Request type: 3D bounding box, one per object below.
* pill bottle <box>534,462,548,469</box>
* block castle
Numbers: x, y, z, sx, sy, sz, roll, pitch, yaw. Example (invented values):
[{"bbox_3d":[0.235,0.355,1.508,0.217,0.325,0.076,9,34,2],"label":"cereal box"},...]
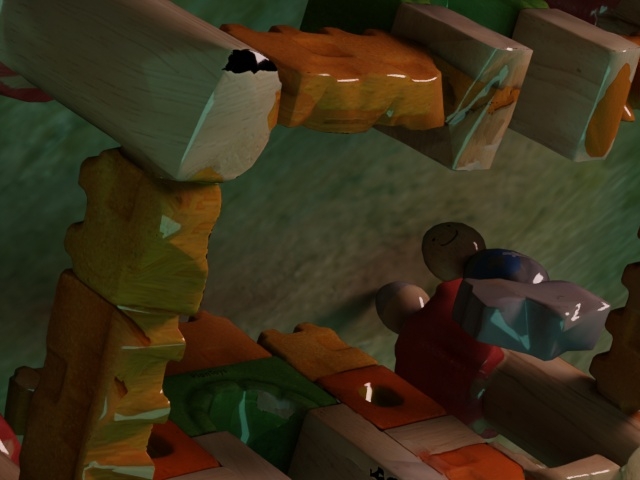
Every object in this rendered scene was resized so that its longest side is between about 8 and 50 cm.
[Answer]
[{"bbox_3d":[0.145,0.174,1.314,0.043,0.043,0.083,-51,139,13],"label":"pill bottle"},{"bbox_3d":[0.000,0.000,0.905,0.453,0.213,0.303,-7,120,-45],"label":"block castle"}]
